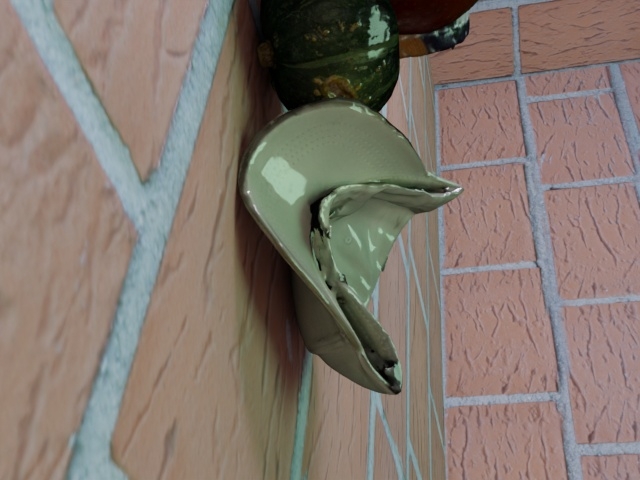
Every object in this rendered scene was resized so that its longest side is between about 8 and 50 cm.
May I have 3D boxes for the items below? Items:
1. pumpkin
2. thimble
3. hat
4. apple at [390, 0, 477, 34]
[{"bbox_3d":[0.007,-0.208,0.870,0.190,0.146,0.190,58,-2,3],"label":"pumpkin"},{"bbox_3d":[0.149,-0.418,1.468,0.237,0.237,0.150,-73,158,-60],"label":"thimble"},{"bbox_3d":[0.007,0.002,0.870,0.301,0.168,0.257,43,56,-37],"label":"hat"},{"bbox_3d":[0.093,-0.392,0.965,0.317,0.288,0.288,147,-60,-72],"label":"apple"}]
